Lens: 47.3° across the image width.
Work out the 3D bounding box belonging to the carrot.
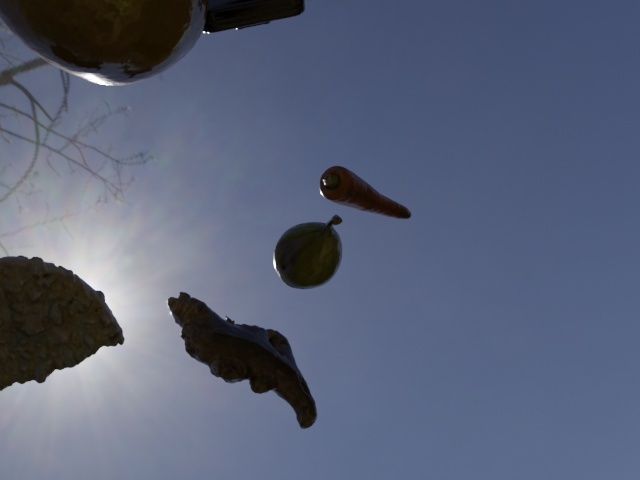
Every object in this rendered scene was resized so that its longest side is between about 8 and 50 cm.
[{"bbox_3d":[0.081,-0.076,1.280,0.256,0.061,0.061,18,-75,-50],"label":"carrot"}]

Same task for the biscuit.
[{"bbox_3d":[-0.421,0.110,0.992,0.281,0.084,0.179,-15,-90,-10],"label":"biscuit"}]

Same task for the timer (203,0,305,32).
[{"bbox_3d":[-0.108,-0.334,1.011,0.144,0.187,0.055,-15,-55,-7],"label":"timer"}]

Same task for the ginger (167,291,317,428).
[{"bbox_3d":[-0.130,0.199,1.303,0.333,0.166,0.080,30,-50,-22],"label":"ginger"}]

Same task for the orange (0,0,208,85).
[{"bbox_3d":[-0.255,-0.314,0.831,0.235,0.279,0.279,-46,-44,14],"label":"orange"}]

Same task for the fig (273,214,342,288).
[{"bbox_3d":[0.006,0.013,0.938,0.093,0.166,0.093,12,-109,-36],"label":"fig"}]
